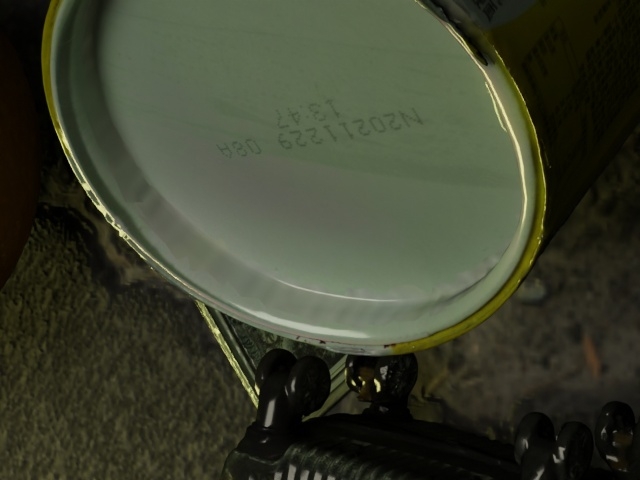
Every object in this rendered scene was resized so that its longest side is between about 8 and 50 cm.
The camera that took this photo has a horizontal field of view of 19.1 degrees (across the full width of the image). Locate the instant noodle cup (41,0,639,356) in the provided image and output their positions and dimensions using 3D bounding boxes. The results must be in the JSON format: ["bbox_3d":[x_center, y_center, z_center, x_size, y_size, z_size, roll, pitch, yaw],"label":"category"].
[{"bbox_3d":[0.023,-0.091,0.766,0.264,0.200,0.264,16,134,17],"label":"instant noodle cup"}]

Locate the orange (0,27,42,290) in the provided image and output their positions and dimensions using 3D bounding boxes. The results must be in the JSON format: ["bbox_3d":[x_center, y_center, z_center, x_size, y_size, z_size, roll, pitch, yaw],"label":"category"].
[{"bbox_3d":[-0.287,-0.043,1.045,0.274,0.274,0.274,0,90,38],"label":"orange"}]

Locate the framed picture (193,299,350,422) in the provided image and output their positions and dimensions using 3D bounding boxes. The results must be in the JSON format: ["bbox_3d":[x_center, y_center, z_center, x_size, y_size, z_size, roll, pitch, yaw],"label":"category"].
[{"bbox_3d":[0.000,0.000,0.974,0.183,0.011,0.142,-44,64,30],"label":"framed picture"}]

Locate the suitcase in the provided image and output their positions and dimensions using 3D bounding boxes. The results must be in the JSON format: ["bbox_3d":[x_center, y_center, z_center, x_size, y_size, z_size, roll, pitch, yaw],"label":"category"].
[{"bbox_3d":[0.048,0.214,0.862,0.202,0.128,0.312,11,97,38],"label":"suitcase"}]
